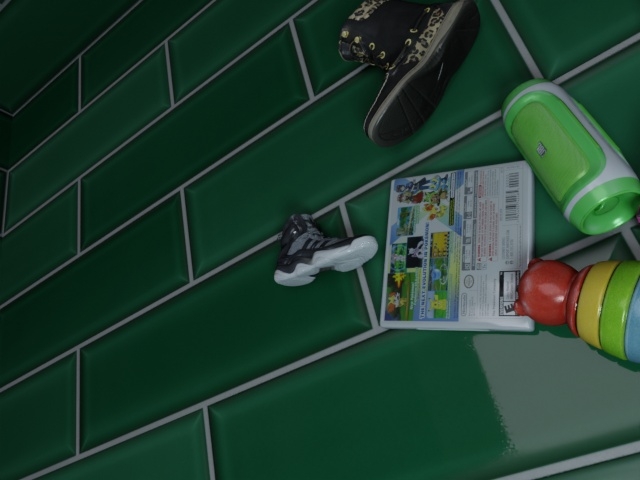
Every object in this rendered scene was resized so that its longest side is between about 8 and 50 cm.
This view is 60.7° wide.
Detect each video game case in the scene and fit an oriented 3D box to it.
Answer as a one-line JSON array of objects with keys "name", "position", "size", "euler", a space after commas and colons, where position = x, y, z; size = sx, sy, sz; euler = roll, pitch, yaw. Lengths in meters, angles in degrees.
[{"name": "video game case", "position": [0.268, 0.014, 1.088], "size": [0.300, 0.036, 0.328], "euler": [-5, 70, 34]}]

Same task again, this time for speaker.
[{"name": "speaker", "position": [0.433, -0.155, 0.964], "size": [0.131, 0.131, 0.296], "euler": [-34, 50, 21]}]

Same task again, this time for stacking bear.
[{"name": "stacking bear", "position": [0.453, 0.102, 0.851], "size": [0.289, 0.164, 0.175], "euler": [12, 79, 42]}]

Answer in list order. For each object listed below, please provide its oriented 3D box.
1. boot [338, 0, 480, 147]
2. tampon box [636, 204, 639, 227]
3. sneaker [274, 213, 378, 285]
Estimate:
[{"name": "boot", "position": [0.155, -0.410, 1.268], "size": [0.284, 0.138, 0.377], "euler": [32, 88, 38]}, {"name": "tampon box", "position": [0.575, -0.079, 0.850], "size": [0.102, 0.120, 0.160], "euler": [20, 85, 39]}, {"name": "sneaker", "position": [0.000, 0.000, 1.239], "size": [0.269, 0.101, 0.153], "euler": [-22, 63, 30]}]
